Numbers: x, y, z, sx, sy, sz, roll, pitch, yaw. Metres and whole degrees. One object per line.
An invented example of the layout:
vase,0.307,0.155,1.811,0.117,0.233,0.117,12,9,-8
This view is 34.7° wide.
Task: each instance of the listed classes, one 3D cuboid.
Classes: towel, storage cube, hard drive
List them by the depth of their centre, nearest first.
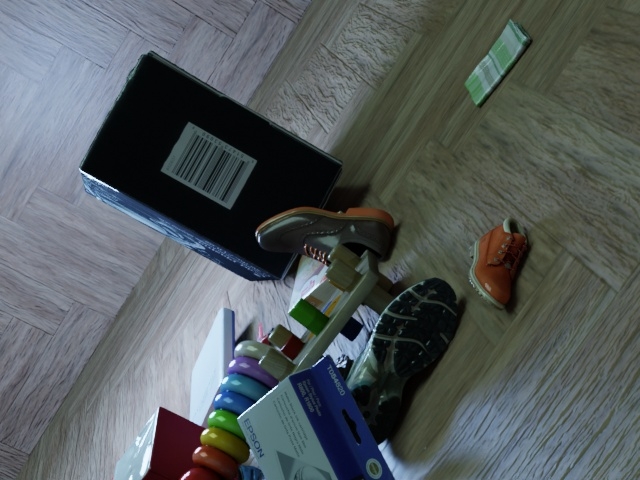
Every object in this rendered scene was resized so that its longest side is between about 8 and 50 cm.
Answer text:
towel,0.320,-0.326,1.871,0.152,0.023,0.113,-53,18,22
storage cube,-0.283,0.476,1.983,0.183,0.193,0.215,-52,19,24
hard drive,-0.245,0.319,2.319,0.318,0.040,0.210,-101,33,-64

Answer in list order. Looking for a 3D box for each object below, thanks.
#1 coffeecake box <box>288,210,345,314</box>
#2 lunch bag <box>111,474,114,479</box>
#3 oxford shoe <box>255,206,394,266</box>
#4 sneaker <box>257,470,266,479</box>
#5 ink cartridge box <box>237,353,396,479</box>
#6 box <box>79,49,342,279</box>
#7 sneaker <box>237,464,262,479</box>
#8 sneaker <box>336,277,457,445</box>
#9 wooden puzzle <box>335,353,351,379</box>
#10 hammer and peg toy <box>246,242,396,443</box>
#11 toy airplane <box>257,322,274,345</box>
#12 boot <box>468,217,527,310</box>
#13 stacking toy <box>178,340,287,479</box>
coffeecake box,0.013,0.057,2.033,0.142,0.068,0.185,-43,25,40
lunch bag,-0.435,0.613,2.324,0.258,0.120,0.293,-42,24,54
oxford shoe,0.000,0.000,1.926,0.271,0.097,0.098,-5,51,20
sneaker,-0.113,0.461,1.655,0.107,0.124,0.283,-48,21,32
ink cartridge box,-0.012,0.314,1.523,0.224,0.045,0.223,-44,67,41
box,-0.259,-0.140,2.297,0.297,0.480,0.472,-62,9,-7
sneaker,-0.157,0.496,1.796,0.209,0.082,0.069,-66,20,-12
sneaker,0.101,0.172,1.561,0.283,0.110,0.122,-57,11,4
wooden puzzle,0.033,0.235,1.803,0.049,0.006,0.083,-37,29,51
hammer and peg toy,-0.019,0.177,1.729,0.361,0.127,0.266,-54,3,8
toy airplane,-0.141,0.249,2.219,0.151,0.028,0.151,-52,18,25
boot,0.256,0.030,1.445,0.084,0.059,0.158,-44,23,30
stacking toy,-0.166,0.352,1.878,0.141,0.141,0.330,-27,29,59
